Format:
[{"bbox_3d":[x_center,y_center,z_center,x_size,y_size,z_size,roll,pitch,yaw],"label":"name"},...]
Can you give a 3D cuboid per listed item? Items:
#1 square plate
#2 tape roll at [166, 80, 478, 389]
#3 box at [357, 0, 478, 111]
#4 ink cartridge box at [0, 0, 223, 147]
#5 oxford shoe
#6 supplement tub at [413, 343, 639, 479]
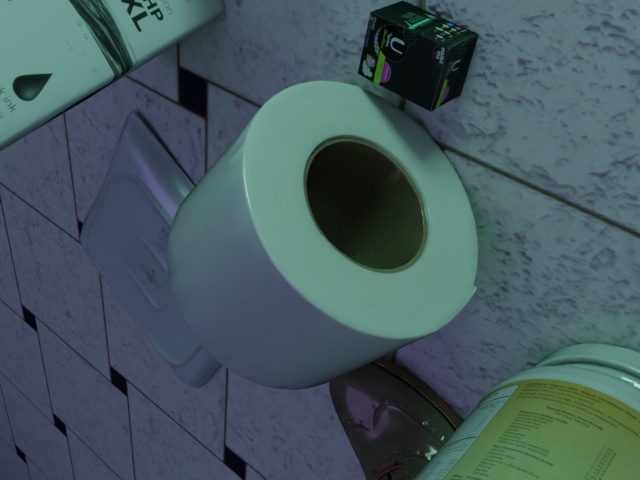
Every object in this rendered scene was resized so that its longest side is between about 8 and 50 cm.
[{"bbox_3d":[-0.244,0.040,1.067,0.347,0.049,0.344,51,139,7],"label":"square plate"},{"bbox_3d":[0.000,0.000,0.655,0.246,0.246,0.169,56,139,2],"label":"tape roll"},{"bbox_3d":[0.084,-0.163,0.618,0.083,0.052,0.062,34,135,24],"label":"box"},{"bbox_3d":[-0.327,-0.251,0.677,0.166,0.395,0.286,-11,118,45],"label":"ink cartridge box"},{"bbox_3d":[0.111,0.276,0.772,0.123,0.130,0.348,-48,69,27],"label":"oxford shoe"},{"bbox_3d":[0.186,0.244,0.566,0.228,0.316,0.229,23,128,33],"label":"supplement tub"}]
